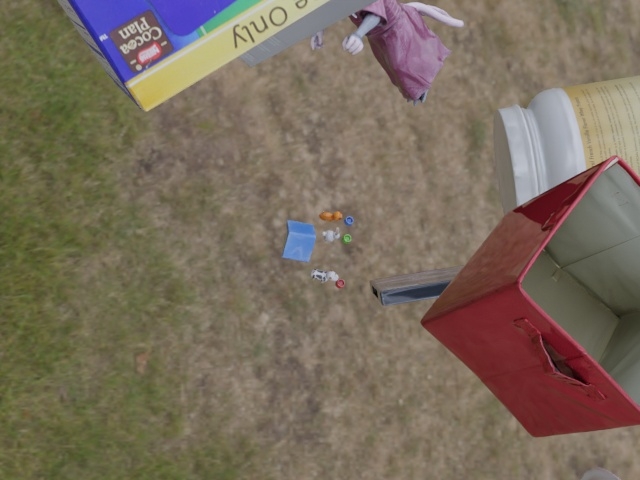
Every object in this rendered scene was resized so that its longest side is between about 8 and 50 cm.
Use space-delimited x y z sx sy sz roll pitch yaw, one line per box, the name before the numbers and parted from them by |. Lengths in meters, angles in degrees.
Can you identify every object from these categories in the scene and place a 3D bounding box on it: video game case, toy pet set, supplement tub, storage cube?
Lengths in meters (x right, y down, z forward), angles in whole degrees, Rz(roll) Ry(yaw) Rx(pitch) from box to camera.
video game case | 0.180 0.064 1.471 0.274 0.196 0.026 -152 -126 -90
toy pet set | 0.000 0.000 1.470 0.114 0.065 0.122 11 69 -12
supplement tub | 0.422 -0.118 1.377 0.228 0.316 0.228 -8 90 -86
storage cube | 0.250 0.064 0.954 0.183 0.193 0.215 44 64 -5

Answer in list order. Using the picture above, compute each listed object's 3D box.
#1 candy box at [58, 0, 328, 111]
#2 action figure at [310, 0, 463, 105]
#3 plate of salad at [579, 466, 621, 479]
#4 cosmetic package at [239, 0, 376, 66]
candy box | -0.074 -0.272 0.502 0.268 0.122 0.317 -33 120 -5
action figure | 0.127 -0.450 1.897 0.276 0.248 0.370 -47 129 -2
plate of salad | 0.334 0.334 1.008 0.048 0.200 0.200 -16 96 -13
cosmetic package | -0.039 -0.339 1.256 0.127 0.238 0.107 32 40 -52
